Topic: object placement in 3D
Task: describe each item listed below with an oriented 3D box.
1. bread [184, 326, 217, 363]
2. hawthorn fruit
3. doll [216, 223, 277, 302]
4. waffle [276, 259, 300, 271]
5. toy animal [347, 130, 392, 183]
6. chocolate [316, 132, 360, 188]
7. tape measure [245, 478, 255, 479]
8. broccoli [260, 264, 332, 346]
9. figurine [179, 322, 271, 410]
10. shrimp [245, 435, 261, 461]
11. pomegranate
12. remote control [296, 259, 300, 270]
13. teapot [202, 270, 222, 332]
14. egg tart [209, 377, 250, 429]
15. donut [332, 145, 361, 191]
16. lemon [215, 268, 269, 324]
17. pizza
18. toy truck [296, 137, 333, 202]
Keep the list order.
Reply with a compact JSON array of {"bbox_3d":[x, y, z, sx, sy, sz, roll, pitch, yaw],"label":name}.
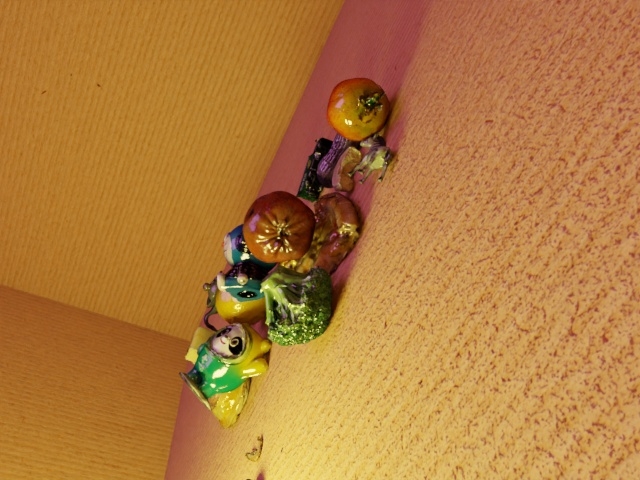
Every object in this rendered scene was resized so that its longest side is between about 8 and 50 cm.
[{"bbox_3d":[-0.461,0.507,2.337,0.142,0.265,0.178,172,118,-76],"label":"bread"},{"bbox_3d":[-0.137,-0.045,1.745,0.258,0.258,0.262,-66,-11,10],"label":"hawthorn fruit"},{"bbox_3d":[-0.277,0.071,2.062,0.284,0.240,0.310,83,-173,-63],"label":"doll"},{"bbox_3d":[-0.151,0.150,2.029,0.291,0.051,0.291,-58,18,30],"label":"waffle"},{"bbox_3d":[0.168,-0.256,1.581,0.176,0.073,0.217,-56,19,-6],"label":"toy animal"},{"bbox_3d":[0.066,-0.308,1.912,0.248,0.110,0.110,-58,19,18],"label":"chocolate"},{"bbox_3d":[-0.265,0.771,1.554,0.107,0.179,0.104,141,130,-58],"label":"tape measure"},{"bbox_3d":[-0.072,0.187,1.551,0.269,0.242,0.261,-43,1,13],"label":"broccoli"},{"bbox_3d":[-0.367,0.479,2.054,0.340,0.232,0.323,-39,44,-17],"label":"figurine"},{"bbox_3d":[-0.222,0.702,1.751,0.114,0.023,0.083,-33,36,55],"label":"shrimp"},{"bbox_3d":[0.124,-0.428,1.688,0.210,0.210,0.235,-70,16,-5],"label":"pomegranate"},{"bbox_3d":[-0.106,0.135,2.051,0.074,0.032,0.122,155,133,-67],"label":"remote control"},{"bbox_3d":[-0.440,0.294,2.487,0.306,0.285,0.223,-65,16,11],"label":"teapot"},{"bbox_3d":[-0.386,0.652,2.197,0.288,0.118,0.288,-53,22,32],"label":"egg tart"},{"bbox_3d":[0.089,-0.238,1.819,0.108,0.065,0.166,153,135,-68],"label":"donut"},{"bbox_3d":[-0.328,0.238,2.264,0.260,0.260,0.284,-54,29,42],"label":"lemon"},{"bbox_3d":[0.014,-0.029,1.786,0.435,0.080,0.392,-53,22,39],"label":"pizza"},{"bbox_3d":[-0.014,-0.298,2.195,0.121,0.088,0.259,176,113,-72],"label":"toy truck"}]
